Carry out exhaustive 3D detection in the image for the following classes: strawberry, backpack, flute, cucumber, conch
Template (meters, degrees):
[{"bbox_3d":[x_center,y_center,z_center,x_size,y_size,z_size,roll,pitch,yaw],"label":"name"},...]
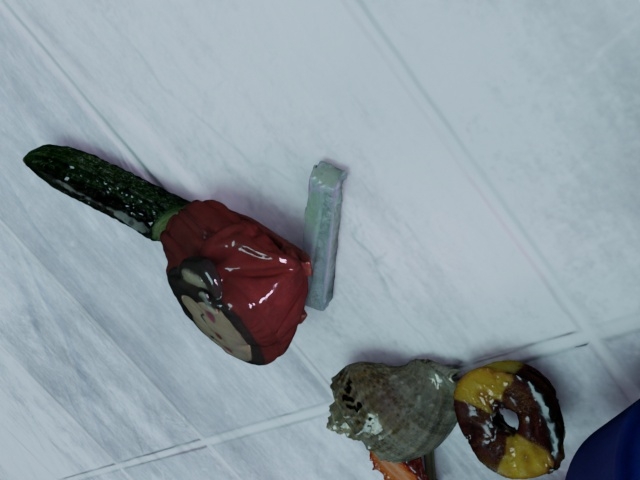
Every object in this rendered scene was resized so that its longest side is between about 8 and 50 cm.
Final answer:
[{"bbox_3d":[0.123,0.334,0.855,0.152,0.048,0.104,48,149,1],"label":"strawberry"},{"bbox_3d":[-0.117,0.045,0.742,0.229,0.139,0.229,40,156,22],"label":"backpack"},{"bbox_3d":[0.163,0.336,0.860,0.027,0.027,0.233,7,125,26],"label":"flute"},{"bbox_3d":[-0.297,-0.074,0.808,0.265,0.077,0.077,27,131,13],"label":"cucumber"},{"bbox_3d":[0.102,0.224,0.774,0.207,0.130,0.155,-27,119,16],"label":"conch"}]

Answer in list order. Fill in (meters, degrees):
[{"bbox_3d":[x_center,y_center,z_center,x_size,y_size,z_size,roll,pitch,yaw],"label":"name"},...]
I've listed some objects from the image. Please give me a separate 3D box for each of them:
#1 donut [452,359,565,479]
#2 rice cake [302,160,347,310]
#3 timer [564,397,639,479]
[{"bbox_3d":[0.228,0.209,0.685,0.140,0.059,0.141,12,109,38],"label":"donut"},{"bbox_3d":[0.000,0.000,0.711,0.043,0.034,0.211,19,129,17],"label":"rice cake"},{"bbox_3d":[0.340,0.339,0.639,0.270,0.270,0.383,33,146,6],"label":"timer"}]
